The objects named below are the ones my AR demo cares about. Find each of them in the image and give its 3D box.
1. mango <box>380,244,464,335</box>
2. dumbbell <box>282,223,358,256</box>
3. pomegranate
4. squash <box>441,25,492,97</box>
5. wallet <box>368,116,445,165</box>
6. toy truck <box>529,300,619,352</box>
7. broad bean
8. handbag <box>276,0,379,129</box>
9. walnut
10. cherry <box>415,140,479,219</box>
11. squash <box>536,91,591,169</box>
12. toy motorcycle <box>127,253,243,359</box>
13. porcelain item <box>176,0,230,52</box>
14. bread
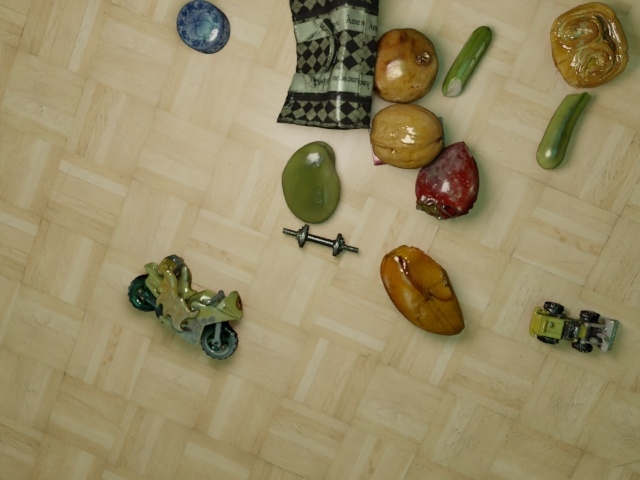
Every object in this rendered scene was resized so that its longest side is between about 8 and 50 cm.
[{"bbox_3d":[0.331,0.160,1.819,0.199,0.201,0.350,-25,107,45],"label":"mango"},{"bbox_3d":[0.000,0.000,1.863,0.253,0.081,0.082,15,100,3],"label":"dumbbell"},{"bbox_3d":[0.240,-0.510,1.692,0.215,0.215,0.216,1,99,5],"label":"pomegranate"},{"bbox_3d":[0.440,-0.537,1.746,0.069,0.069,0.239,31,100,0],"label":"squash"},{"bbox_3d":[0.273,-0.311,1.819,0.232,0.025,0.120,-8,99,7],"label":"wallet"},{"bbox_3d":[0.805,0.282,1.820,0.285,0.111,0.137,11,98,1],"label":"toy truck"},{"bbox_3d":[-0.031,-0.180,1.820,0.188,0.121,0.264,2,101,9],"label":"broad bean"},{"bbox_3d":[0.014,-0.539,1.690,0.316,0.180,0.417,16,106,47],"label":"handbag"},{"bbox_3d":[0.251,-0.308,1.710,0.225,0.193,0.193,19,101,26],"label":"walnut"},{"bbox_3d":[0.393,-0.182,1.751,0.175,0.192,0.250,17,90,-35],"label":"cherry"},{"bbox_3d":[0.729,-0.333,1.750,0.083,0.083,0.250,23,97,1],"label":"squash"},{"bbox_3d":[-0.424,0.208,1.891,0.409,0.169,0.237,32,99,0],"label":"toy motorcycle"},{"bbox_3d":[-0.359,-0.656,1.777,0.147,0.114,0.147,1,98,6],"label":"porcelain item"},{"bbox_3d":[0.782,-0.566,1.684,0.198,0.120,0.236,-22,97,9],"label":"bread"}]
